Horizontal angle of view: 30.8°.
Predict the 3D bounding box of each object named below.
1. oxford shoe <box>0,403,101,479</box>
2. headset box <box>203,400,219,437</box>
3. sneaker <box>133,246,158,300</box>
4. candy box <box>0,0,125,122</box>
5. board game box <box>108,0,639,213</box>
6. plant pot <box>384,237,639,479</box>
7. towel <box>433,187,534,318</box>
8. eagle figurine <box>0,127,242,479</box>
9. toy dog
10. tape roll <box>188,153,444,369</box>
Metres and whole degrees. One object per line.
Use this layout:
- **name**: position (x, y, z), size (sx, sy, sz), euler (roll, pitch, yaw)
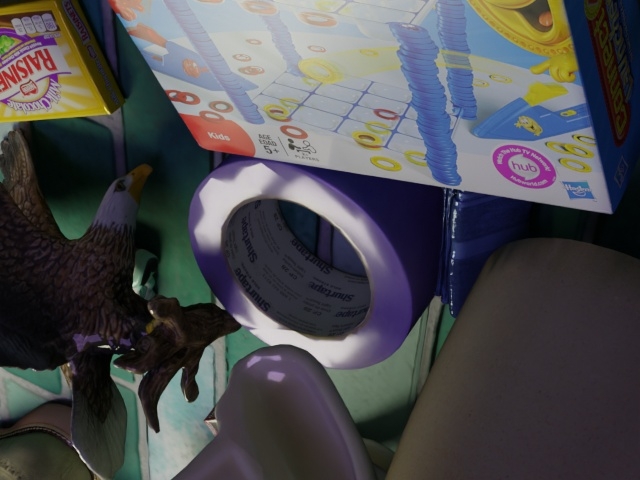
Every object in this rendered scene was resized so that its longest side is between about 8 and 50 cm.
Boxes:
- **oxford shoe**: position (-0.392, 0.304, 1.355), size (0.140, 0.146, 0.397), euler (47, 137, -7)
- **headset box**: position (-0.066, 0.181, 1.104), size (0.083, 0.032, 0.062), euler (-15, 115, 41)
- **sneaker**: position (-0.187, 0.036, 1.068), size (0.069, 0.038, 0.098), euler (28, 127, 15)
- **candy box**: position (-0.262, -0.149, 0.971), size (0.205, 0.027, 0.105), euler (0, 128, 36)
- **board game box**: position (0.010, -0.159, 0.651), size (0.308, 0.086, 0.302), euler (11, 150, 31)
- **plant pot**: position (0.134, 0.184, 0.698), size (0.256, 0.274, 0.256), euler (33, 158, 15)
- **towel**: position (0.114, -0.004, 0.803), size (0.029, 0.067, 0.119), euler (-122, 23, -46)
- **eagle figurine**: position (-0.216, 0.022, 0.942), size (0.298, 0.225, 0.226), euler (22, 137, 15)
- **toy dog**: position (0.037, 0.316, 0.948), size (0.395, 0.284, 0.408), euler (38, 176, 32)
- **tape roll**: position (0.000, 0.000, 0.870), size (0.189, 0.080, 0.189), euler (19, 133, 22)
